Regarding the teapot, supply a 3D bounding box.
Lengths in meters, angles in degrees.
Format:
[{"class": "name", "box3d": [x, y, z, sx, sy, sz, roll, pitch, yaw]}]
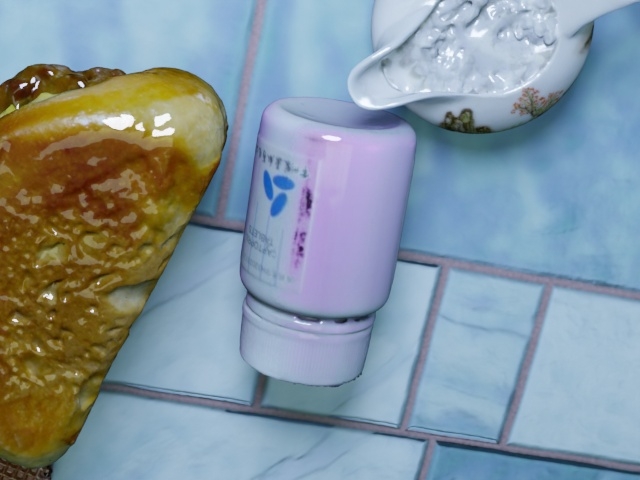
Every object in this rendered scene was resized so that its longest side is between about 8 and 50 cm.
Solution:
[{"class": "teapot", "box3d": [0.160, -0.201, 1.041, 0.298, 0.139, 0.204, -26, 107, 5]}]

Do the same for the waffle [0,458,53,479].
[{"class": "waffle", "box3d": [-0.326, 0.248, 1.213, 0.083, 0.029, 0.075, -14, 107, 3]}]

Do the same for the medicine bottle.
[{"class": "medicine bottle", "box3d": [0.000, 0.000, 1.091, 0.152, 0.152, 0.254, 8, 109, -8]}]

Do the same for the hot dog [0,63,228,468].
[{"class": "hot dog", "box3d": [-0.257, 0.002, 1.050, 0.223, 0.185, 0.405, 25, 106, -14]}]
